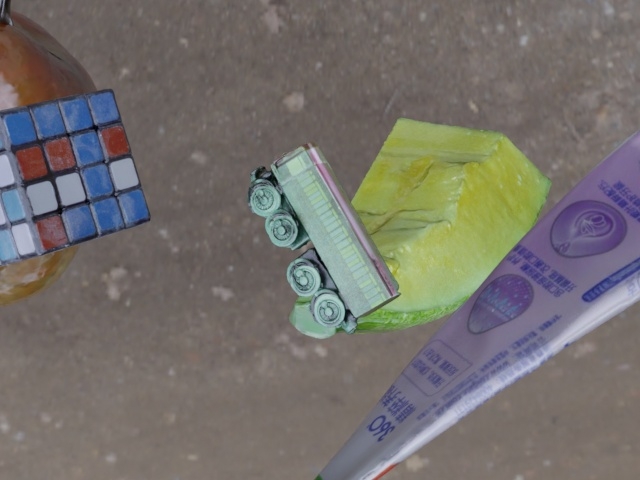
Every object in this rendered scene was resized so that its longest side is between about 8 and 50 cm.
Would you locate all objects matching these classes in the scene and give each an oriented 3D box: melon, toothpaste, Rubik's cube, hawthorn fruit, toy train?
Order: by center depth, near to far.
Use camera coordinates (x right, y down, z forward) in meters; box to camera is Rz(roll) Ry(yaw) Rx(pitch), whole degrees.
[{"bbox_3d":[0.105,0.021,0.533,0.301,0.075,0.048,-39,113,-4],"label":"toothpaste"},{"bbox_3d":[-0.182,-0.038,0.797,0.092,0.092,0.092,-12,97,44],"label":"Rubik's cube"},{"bbox_3d":[0.000,0.000,0.935,0.071,0.148,0.038,-30,171,5],"label":"toy train"},{"bbox_3d":[-0.318,-0.097,1.072,0.268,0.267,0.300,16,117,-12],"label":"hawthorn fruit"},{"bbox_3d":[0.067,0.007,1.121,0.196,0.323,0.124,4,125,32],"label":"melon"}]
